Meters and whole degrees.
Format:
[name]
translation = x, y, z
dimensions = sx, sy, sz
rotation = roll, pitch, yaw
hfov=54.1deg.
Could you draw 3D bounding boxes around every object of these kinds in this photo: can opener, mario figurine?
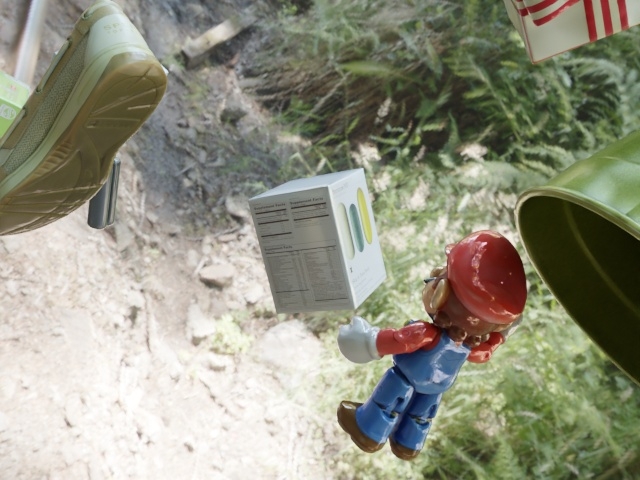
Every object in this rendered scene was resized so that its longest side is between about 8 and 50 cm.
[can opener]
translation = -0.512, -0.170, 1.435
dimensions = 0.076, 0.095, 0.284
rotation = -59, 163, -71
[mario figurine]
translation = 0.147, 0.123, 0.835
dimensions = 0.170, 0.321, 0.198
rotation = 37, 15, 24

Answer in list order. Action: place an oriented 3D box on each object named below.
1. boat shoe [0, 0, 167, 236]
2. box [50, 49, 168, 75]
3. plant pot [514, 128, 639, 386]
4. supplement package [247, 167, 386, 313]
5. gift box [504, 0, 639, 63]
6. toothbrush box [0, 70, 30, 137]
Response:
[boat shoe]
translation = -0.141, -0.057, 0.335
dimensions = 0.056, 0.153, 0.048
rotation = -10, 65, -55
[box]
translation = -0.429, -0.355, 1.293
dimensions = 0.145, 0.038, 0.186
rotation = 46, 46, -3
[plant pot]
translation = 0.481, -0.023, 0.709
dimensions = 0.366, 0.353, 0.366
rotation = 51, -3, 4
[supplement package]
translation = 0.000, 0.000, 1.382
dimensions = 0.199, 0.197, 0.263
rotation = -34, 114, -59
[gift box]
translation = 0.369, -0.450, 0.940
dimensions = 0.276, 0.255, 0.258
rotation = 55, 22, -32
[toothbrush box]
translation = -0.663, -0.268, 1.069
dimensions = 0.283, 0.122, 0.206
rotation = 29, 11, -31
